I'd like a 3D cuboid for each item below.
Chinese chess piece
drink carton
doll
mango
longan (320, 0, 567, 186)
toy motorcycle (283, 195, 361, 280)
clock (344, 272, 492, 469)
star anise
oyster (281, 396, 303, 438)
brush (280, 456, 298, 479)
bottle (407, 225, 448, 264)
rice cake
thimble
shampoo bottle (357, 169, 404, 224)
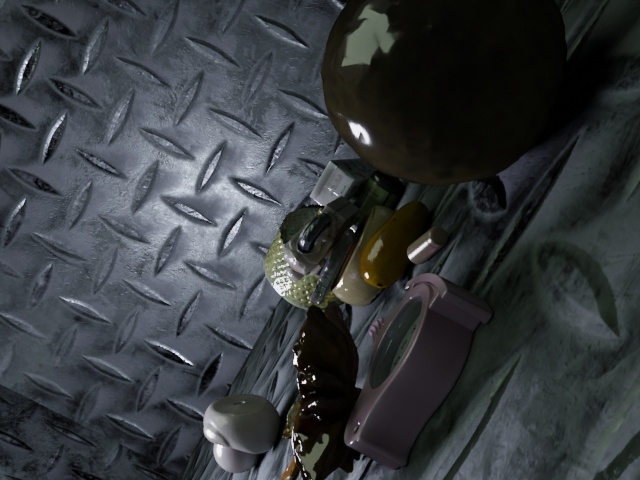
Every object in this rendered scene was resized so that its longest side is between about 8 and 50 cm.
[{"bbox_3d":[0.116,0.038,1.779,0.250,0.103,0.250,-62,4,8],"label":"Chinese chess piece"},{"bbox_3d":[0.106,-0.166,2.217,0.315,0.106,0.130,-14,-42,-60],"label":"drink carton"},{"bbox_3d":[-0.216,0.539,2.038,0.251,0.221,0.221,-1,57,52],"label":"doll"},{"bbox_3d":[0.163,0.001,1.598,0.227,0.099,0.136,-54,1,-24],"label":"mango"},{"bbox_3d":[0.192,-0.274,1.187,0.391,0.391,0.391,-60,6,10],"label":"longan"},{"bbox_3d":[0.000,0.000,1.797,0.223,0.108,0.340,-56,-9,23],"label":"toy motorcycle"},{"bbox_3d":[0.124,0.182,1.126,0.275,0.080,0.290,-61,5,0],"label":"clock"},{"bbox_3d":[0.008,0.259,1.178,0.292,0.109,0.349,-40,-57,-62],"label":"star anise"},{"bbox_3d":[-0.054,0.422,1.800,0.086,0.029,0.132,-42,16,55],"label":"oyster"},{"bbox_3d":[-0.035,0.436,1.638,0.314,0.017,0.090,-63,6,-28],"label":"brush"},{"bbox_3d":[0.204,0.009,1.420,0.045,0.045,0.096,-65,9,-30],"label":"bottle"},{"bbox_3d":[0.031,0.061,1.752,0.207,0.036,0.047,-64,0,25],"label":"rice cake"},{"bbox_3d":[-0.005,0.048,2.006,0.150,0.271,0.271,-59,6,41],"label":"thimble"},{"bbox_3d":[0.129,-0.064,2.148,0.284,0.101,0.101,-59,6,23],"label":"shampoo bottle"}]
